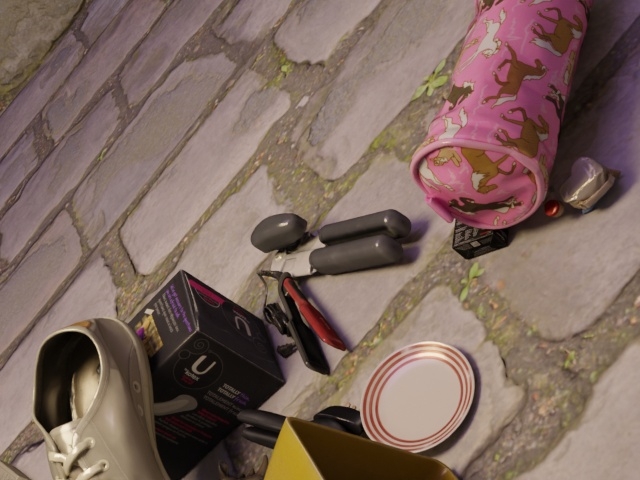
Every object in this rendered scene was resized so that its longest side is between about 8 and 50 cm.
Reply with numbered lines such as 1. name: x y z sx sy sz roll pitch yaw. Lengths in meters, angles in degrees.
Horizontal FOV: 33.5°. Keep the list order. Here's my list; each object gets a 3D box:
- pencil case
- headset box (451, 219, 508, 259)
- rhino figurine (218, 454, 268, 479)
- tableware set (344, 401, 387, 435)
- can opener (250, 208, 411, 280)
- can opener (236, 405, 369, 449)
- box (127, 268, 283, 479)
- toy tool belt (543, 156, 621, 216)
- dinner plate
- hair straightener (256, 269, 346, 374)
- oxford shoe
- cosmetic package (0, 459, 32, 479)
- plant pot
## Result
1. pencil case: 0.225 -0.200 1.275 0.160 0.167 0.386 14 56 9
2. headset box: 0.196 -0.026 1.290 0.062 0.032 0.083 -22 43 39
3. rhino figurine: -0.138 0.365 1.310 0.243 0.073 0.106 -56 35 -7
4. tableware set: 0.027 0.270 1.239 0.104 0.024 0.154 22 77 54
5. can opener: 0.000 0.000 1.454 0.283 0.095 0.076 -13 50 54
6. can opener: -0.027 0.232 1.264 0.186 0.059 0.073 -4 13 39
7. box: -0.210 0.202 1.467 0.270 0.165 0.143 -43 35 15
8. toy tool belt: 0.294 -0.053 1.187 0.083 0.051 0.052 -50 46 29
9. dinner plate: 0.110 0.178 1.200 0.141 0.017 0.141 -19 45 21
10. hair straightener: -0.046 0.112 1.442 0.089 0.047 0.230 -55 39 12
11. oxford shoe: -0.259 0.294 1.271 0.169 0.130 0.449 -27 64 22
12. cosmetic package: -0.524 0.413 1.784 0.115 0.041 0.060 11 69 55
13. plant pot: 0.042 0.324 1.014 0.187 0.212 0.212 -61 31 12
